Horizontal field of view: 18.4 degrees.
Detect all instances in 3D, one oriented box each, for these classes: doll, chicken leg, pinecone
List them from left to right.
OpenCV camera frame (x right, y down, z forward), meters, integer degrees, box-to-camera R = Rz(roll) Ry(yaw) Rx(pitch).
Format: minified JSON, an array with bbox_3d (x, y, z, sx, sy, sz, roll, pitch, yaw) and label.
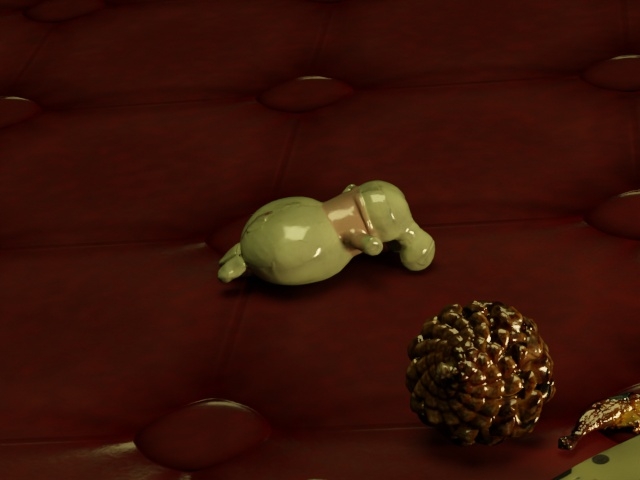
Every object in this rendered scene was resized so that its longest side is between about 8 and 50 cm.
[{"bbox_3d":[0.002,-0.012,2.487,0.275,0.113,0.155,-7,28,-3],"label":"doll"},{"bbox_3d":[0.172,0.141,2.097,0.174,0.173,0.173,-6,26,3],"label":"pinecone"},{"bbox_3d":[0.312,0.189,2.091,0.145,0.037,0.062,-11,39,-12],"label":"chicken leg"}]

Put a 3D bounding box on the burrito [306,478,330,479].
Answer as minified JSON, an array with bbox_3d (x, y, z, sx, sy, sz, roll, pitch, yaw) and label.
[{"bbox_3d":[0.026,0.267,1.981,0.118,0.044,0.074,2,24,24],"label":"burrito"}]

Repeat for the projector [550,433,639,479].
[{"bbox_3d":[0.287,0.283,1.830,0.270,0.088,0.193,-24,31,-30],"label":"projector"}]
